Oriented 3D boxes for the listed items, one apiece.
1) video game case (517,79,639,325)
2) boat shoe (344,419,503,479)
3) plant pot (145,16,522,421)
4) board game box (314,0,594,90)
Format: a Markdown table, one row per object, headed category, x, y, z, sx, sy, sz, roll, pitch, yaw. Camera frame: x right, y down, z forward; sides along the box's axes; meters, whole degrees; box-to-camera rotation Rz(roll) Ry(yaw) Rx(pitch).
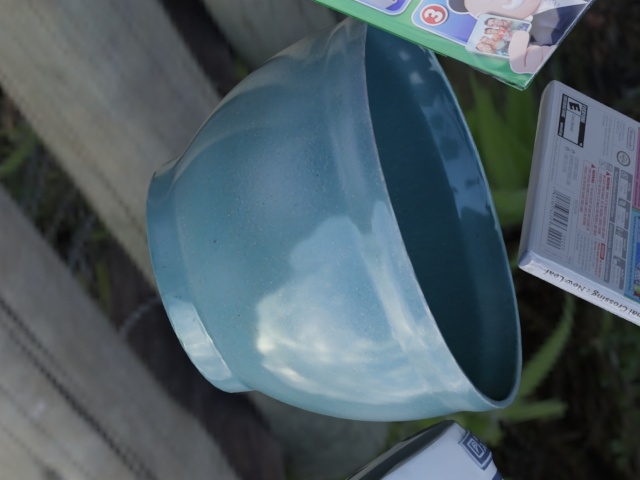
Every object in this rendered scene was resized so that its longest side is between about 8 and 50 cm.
| category | x | y | z | sx | sy | sz | roll | pitch | yaw |
| --- | --- | --- | --- | --- | --- | --- | --- | --- | --- |
| video game case | 0.253 | -0.016 | 1.541 | 0.193 | 0.212 | 0.023 | 25 | 133 | -11 |
| boat shoe | -0.021 | 0.123 | 0.428 | 0.183 | 0.083 | 0.065 | -33 | 179 | -4 |
| plant pot | 0.000 | 0.000 | 1.364 | 0.196 | 0.293 | 0.293 | -17 | 149 | 18 |
| board game box | 0.074 | -0.216 | 0.780 | 0.213 | 0.046 | 0.317 | 21 | 132 | -18 |
